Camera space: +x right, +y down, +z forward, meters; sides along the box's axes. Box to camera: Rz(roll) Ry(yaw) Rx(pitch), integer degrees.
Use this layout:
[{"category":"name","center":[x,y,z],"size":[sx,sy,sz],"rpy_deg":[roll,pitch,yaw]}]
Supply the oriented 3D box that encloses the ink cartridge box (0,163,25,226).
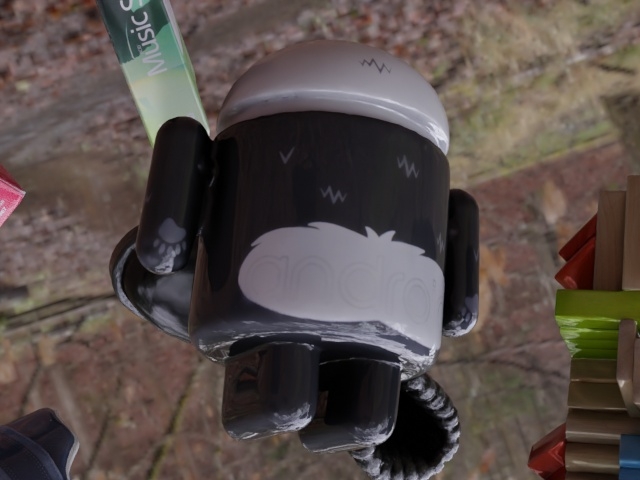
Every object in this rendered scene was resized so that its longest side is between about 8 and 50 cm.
[{"category":"ink cartridge box","center":[-0.253,-0.028,0.605],"size":[0.109,0.063,0.150],"rpy_deg":[-50,137,3]}]

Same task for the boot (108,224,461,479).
[{"category":"boot","center":[-0.036,0.105,1.167],"size":[0.348,0.131,0.260],"rpy_deg":[21,-166,-24]}]

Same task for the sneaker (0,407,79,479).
[{"category":"sneaker","center":[-0.217,0.148,0.592],"size":[0.226,0.086,0.163],"rpy_deg":[-9,-175,41]}]

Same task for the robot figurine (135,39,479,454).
[{"category":"robot figurine","center":[0.001,0.001,0.787],"size":[0.174,0.278,0.209],"rpy_deg":[-4,159,24]}]

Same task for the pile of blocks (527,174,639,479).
[{"category":"pile of blocks","center":[0.190,0.131,0.771],"size":[0.113,0.362,0.149],"rpy_deg":[0,180,21]}]

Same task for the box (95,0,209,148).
[{"category":"box","center":[-0.180,-0.259,0.994],"size":[0.058,0.322,0.232],"rpy_deg":[-21,-156,-2]}]
